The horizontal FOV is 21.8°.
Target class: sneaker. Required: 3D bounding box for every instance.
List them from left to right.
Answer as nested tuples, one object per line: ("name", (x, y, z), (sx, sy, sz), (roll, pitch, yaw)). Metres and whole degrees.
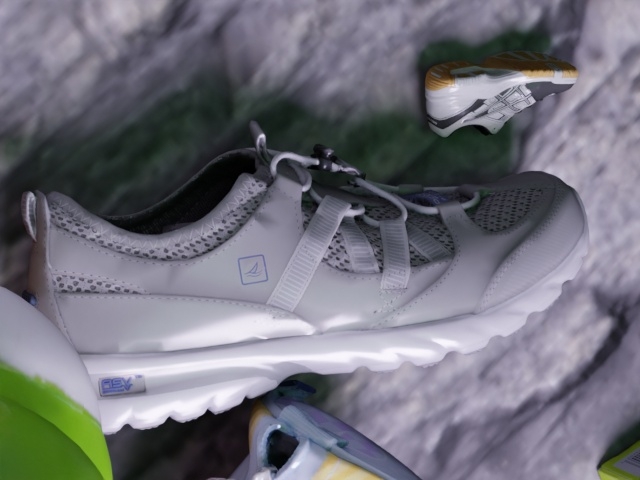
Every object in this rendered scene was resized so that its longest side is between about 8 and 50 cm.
("sneaker", (0.000, 0.000, 0.743), (0.281, 0.105, 0.115), (-15, 102, -26))
("sneaker", (0.088, -0.071, 0.821), (0.083, 0.032, 0.037), (-9, 117, -21))

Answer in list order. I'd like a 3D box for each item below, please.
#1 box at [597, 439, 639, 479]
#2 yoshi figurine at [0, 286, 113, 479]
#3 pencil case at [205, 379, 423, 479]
("box", (0.234, 0.175, 0.933), (0.109, 0.042, 0.178), (-32, 111, -18))
("yoshi figurine", (-0.179, 0.030, 0.510), (0.203, 0.362, 0.203), (-10, 104, -25))
("pencil case", (-0.045, 0.201, 0.737), (0.273, 0.113, 0.124), (-59, 159, 1))
